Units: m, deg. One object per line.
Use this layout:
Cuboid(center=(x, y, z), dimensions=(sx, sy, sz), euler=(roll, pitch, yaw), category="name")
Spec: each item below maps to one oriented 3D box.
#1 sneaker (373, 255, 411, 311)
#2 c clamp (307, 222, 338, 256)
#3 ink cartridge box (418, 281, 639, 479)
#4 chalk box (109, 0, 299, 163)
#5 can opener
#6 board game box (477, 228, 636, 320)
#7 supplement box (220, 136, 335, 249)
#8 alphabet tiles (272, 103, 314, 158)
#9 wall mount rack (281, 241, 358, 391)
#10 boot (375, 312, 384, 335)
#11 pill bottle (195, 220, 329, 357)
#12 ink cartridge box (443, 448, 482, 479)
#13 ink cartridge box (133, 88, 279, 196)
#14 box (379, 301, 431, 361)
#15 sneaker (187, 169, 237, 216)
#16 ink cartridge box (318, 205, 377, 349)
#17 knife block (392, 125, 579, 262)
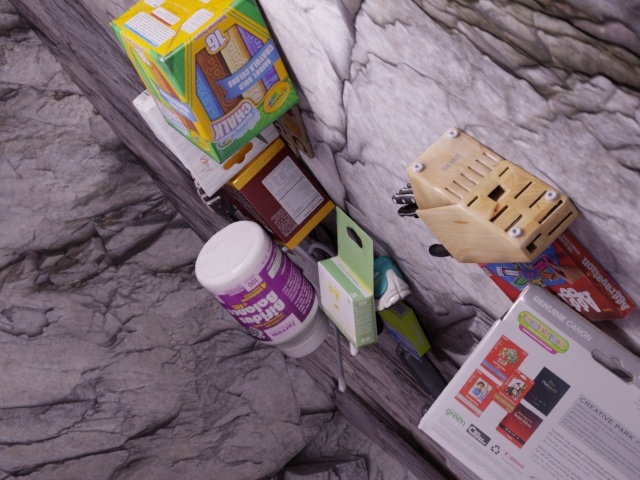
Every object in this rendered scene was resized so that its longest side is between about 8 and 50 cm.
Cuboid(center=(0.106, 0.080, 1.953), dimensions=(0.110, 0.107, 0.275), euler=(66, 161, -2), category="sneaker")
Cuboid(center=(0.000, 0.000, 2.165), dimensions=(0.161, 0.022, 0.137), euler=(34, 159, 51), category="c clamp")
Cuboid(center=(0.344, 0.240, 1.304), dimensions=(0.309, 0.272, 0.130), euler=(38, -161, 14), category="ink cartridge box")
Cuboid(center=(-0.172, -0.261, 1.528), dimensions=(0.180, 0.179, 0.289), euler=(36, 160, 42), category="chalk box")
Cuboid(center=(0.257, 0.366, 2.275), dimensions=(0.283, 0.095, 0.076), euler=(53, 166, -25), category="can opener")
Cuboid(center=(0.302, 0.051, 1.279), dimensions=(0.145, 0.027, 0.281), euler=(46, 168, -2), category="board game box")
Cuboid(center=(-0.108, -0.109, 1.918), dimensions=(0.194, 0.129, 0.191), euler=(50, 169, -28), category="supplement box")
Cuboid(center=(-0.143, -0.293, 1.766), dimensions=(0.342, 0.011, 0.285), euler=(42, 166, 25), category="alphabet tiles")
Cuboid(center=(0.002, 0.172, 2.212), dimensions=(0.304, 0.130, 0.350), euler=(42, 154, 18), category="wall mount rack")
Cuboid(center=(0.089, 0.188, 2.319), dimensions=(0.161, 0.083, 0.246), euler=(39, 161, 31), category="boot")
Cuboid(center=(-0.110, 0.112, 1.971), dimensions=(0.301, 0.169, 0.169), euler=(49, 169, -35), category="pill bottle")
Cuboid(center=(0.404, 0.537, 2.250), dimensions=(0.207, 0.119, 0.353), euler=(41, 166, 27), category="ink cartridge box")
Cuboid(center=(-0.202, -0.222, 1.716), dimensions=(0.066, 0.189, 0.232), euler=(38, 165, 41), category="ink cartridge box")
Cuboid(center=(0.180, 0.185, 2.093), dimensions=(0.109, 0.042, 0.178), euler=(38, 165, 40), category="box")
Cuboid(center=(-0.306, -0.196, 2.472), dimensions=(0.281, 0.106, 0.162), euler=(61, 171, -14), category="sneaker")
Cuboid(center=(0.051, 0.073, 1.877), dimensions=(0.171, 0.056, 0.235), euler=(-133, 31, -54), category="ink cartridge box")
Cuboid(center=(0.208, -0.020, 1.236), dimensions=(0.276, 0.088, 0.242), euler=(38, 166, 35), category="knife block")
